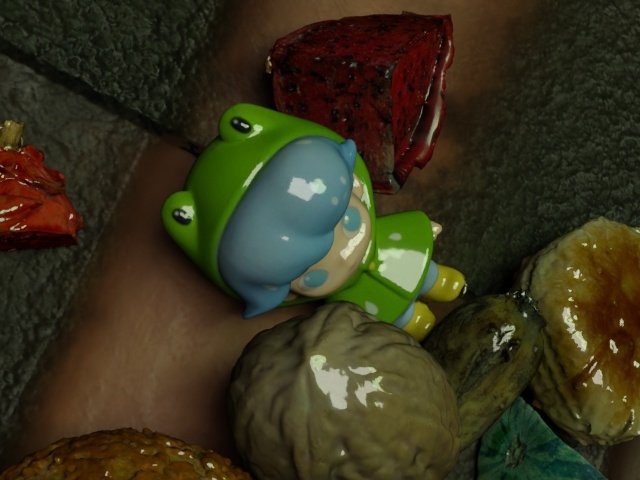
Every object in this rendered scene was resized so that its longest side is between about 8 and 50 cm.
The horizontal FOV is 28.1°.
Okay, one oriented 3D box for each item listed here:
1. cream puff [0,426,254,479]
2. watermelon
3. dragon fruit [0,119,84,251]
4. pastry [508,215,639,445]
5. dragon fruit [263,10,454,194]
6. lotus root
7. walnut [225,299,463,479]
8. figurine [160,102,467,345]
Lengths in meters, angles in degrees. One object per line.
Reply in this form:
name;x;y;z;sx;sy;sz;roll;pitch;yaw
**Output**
cream puff;-0.137;0.279;0.881;0.303;0.212;0.303;5;74;-19
watermelon;0.220;0.249;1.065;0.128;0.146;0.231;-40;97;-23
dragon fruit;-0.256;-0.045;0.962;0.162;0.083;0.106;-4;80;-21
pastry;0.252;0.080;1.133;0.182;0.093;0.192;-23;87;-34
dragon fruit;0.040;-0.131;1.105;0.127;0.120;0.161;18;38;22
lotus root;0.121;0.111;1.064;0.089;0.080;0.179;27;111;-28
walnut;0.017;0.130;0.955;0.178;0.230;0.178;-5;62;10
figurine;0.000;0.000;1.030;0.263;0.143;0.162;32;98;-32
